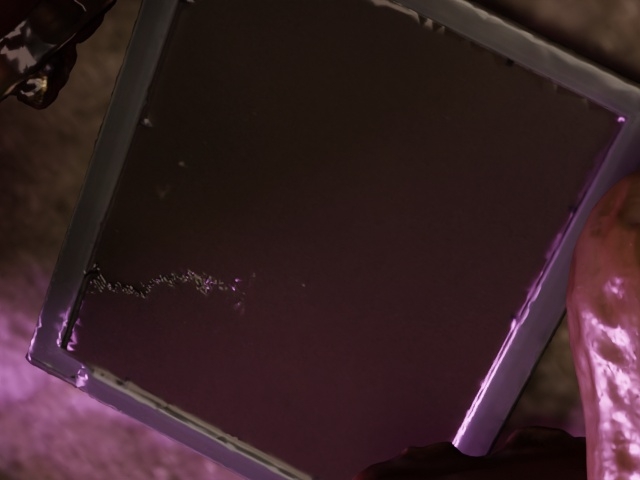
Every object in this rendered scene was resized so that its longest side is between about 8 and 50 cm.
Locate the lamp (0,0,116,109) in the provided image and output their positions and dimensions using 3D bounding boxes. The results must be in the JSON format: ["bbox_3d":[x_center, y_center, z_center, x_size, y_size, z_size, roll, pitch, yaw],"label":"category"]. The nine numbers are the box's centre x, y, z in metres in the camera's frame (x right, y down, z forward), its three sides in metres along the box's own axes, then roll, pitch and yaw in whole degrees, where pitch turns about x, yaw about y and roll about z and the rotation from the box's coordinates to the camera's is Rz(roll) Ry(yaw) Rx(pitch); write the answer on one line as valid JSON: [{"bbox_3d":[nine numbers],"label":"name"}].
[{"bbox_3d":[-0.181,-0.165,0.757,0.180,0.180,0.258,-33,105,34],"label":"lamp"}]

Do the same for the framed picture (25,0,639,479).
[{"bbox_3d":[0.000,0.000,0.861,0.231,0.018,0.293,28,125,6],"label":"framed picture"}]

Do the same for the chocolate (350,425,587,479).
[{"bbox_3d":[0.085,0.199,0.843,0.148,0.093,0.214,-6,101,-7],"label":"chocolate"}]

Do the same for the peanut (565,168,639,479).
[{"bbox_3d":[0.162,0.085,0.759,0.110,0.120,0.236,-7,93,8],"label":"peanut"}]
